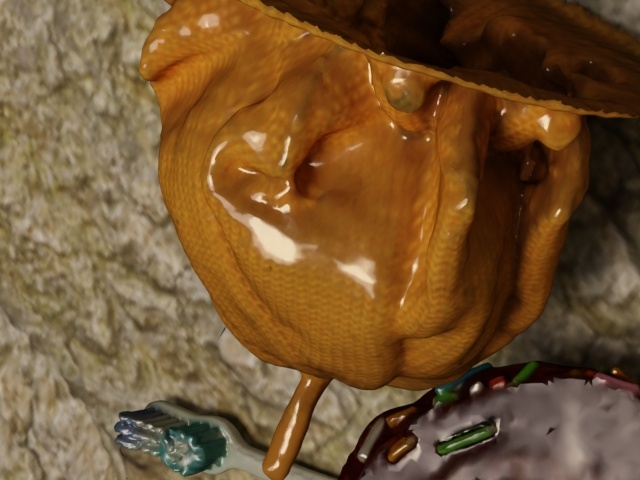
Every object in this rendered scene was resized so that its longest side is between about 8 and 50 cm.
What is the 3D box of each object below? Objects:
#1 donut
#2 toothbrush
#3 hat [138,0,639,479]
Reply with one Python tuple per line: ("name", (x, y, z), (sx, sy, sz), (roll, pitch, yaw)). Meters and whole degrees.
("donut", (0.106, 0.168, 0.840), (0.235, 0.089, 0.235), (-3, 84, 31))
("toothbrush", (0.066, 0.157, 0.940), (0.418, 0.040, 0.042), (19, 105, 30))
("hat", (0.000, 0.000, 0.803), (0.233, 0.244, 0.233), (-111, 35, -66))
